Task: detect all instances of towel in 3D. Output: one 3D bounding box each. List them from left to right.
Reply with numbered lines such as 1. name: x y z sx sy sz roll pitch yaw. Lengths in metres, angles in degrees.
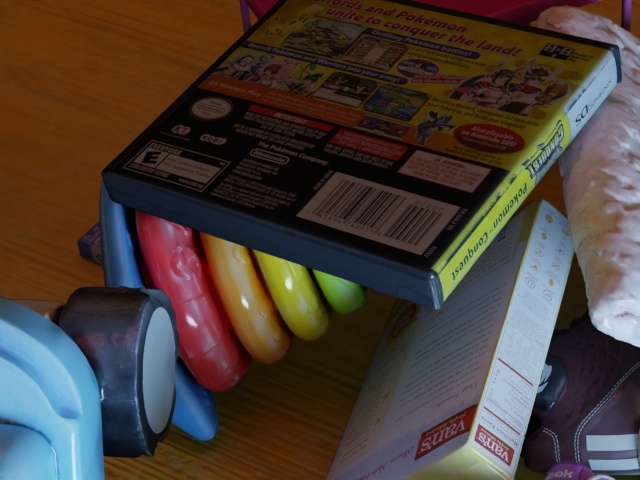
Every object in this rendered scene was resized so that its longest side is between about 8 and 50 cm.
1. towel: 0.305 -0.015 1.176 0.317 0.053 0.332 20 36 -17

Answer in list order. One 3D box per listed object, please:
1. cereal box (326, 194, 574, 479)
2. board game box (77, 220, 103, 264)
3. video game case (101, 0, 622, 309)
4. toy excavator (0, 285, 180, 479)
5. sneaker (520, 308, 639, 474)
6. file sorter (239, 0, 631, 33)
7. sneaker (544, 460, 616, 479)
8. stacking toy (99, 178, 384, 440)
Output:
1. cereal box: 0.086 0.096 1.138 0.047 0.173 0.240 38 45 -15
2. board game box: -0.140 -0.005 1.384 0.090 0.020 0.090 21 49 27
3. video game case: 0.029 -0.079 1.145 0.275 0.035 0.248 18 51 32
4. toy excavator: -0.234 0.262 0.915 0.222 0.433 0.445 2 14 10
5. sneaker: 0.193 0.064 1.199 0.162 0.106 0.281 -7 32 19
6. file sorter: 0.095 -0.160 1.403 0.291 0.182 0.202 -18 41 -13
7. sneaker: 0.104 0.196 0.960 0.282 0.102 0.161 22 54 -30
8. stacking toy: 0.000 0.000 1.193 0.302 0.175 0.165 -20 41 8
